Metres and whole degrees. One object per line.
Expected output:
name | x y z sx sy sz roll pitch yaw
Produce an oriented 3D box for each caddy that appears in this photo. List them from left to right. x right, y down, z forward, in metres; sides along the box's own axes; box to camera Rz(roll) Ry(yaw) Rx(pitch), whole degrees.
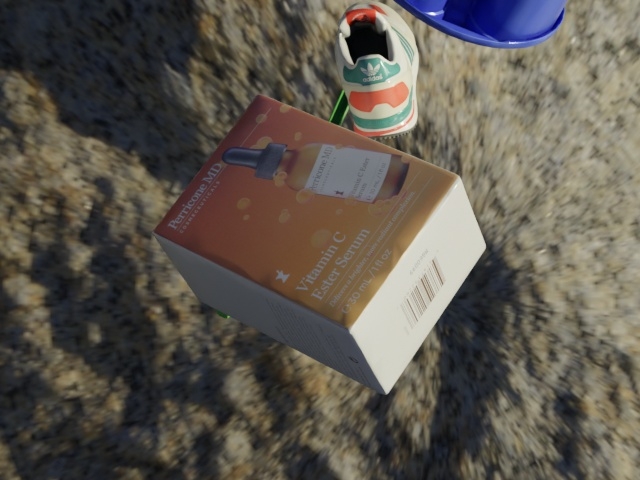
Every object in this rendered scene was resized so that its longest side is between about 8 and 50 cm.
caddy | 0.163 -0.344 1.652 0.241 0.341 0.179 18 133 -11

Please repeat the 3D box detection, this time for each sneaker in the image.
sneaker | 0.038 -0.142 1.105 0.057 0.161 0.075 -9 128 6

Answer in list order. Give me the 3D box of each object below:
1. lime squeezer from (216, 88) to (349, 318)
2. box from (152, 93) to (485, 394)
lime squeezer | -0.040 -0.026 1.596 0.059 0.110 0.310 16 57 21
box | 0.000 0.000 1.038 0.170 0.091 0.130 24 69 30
